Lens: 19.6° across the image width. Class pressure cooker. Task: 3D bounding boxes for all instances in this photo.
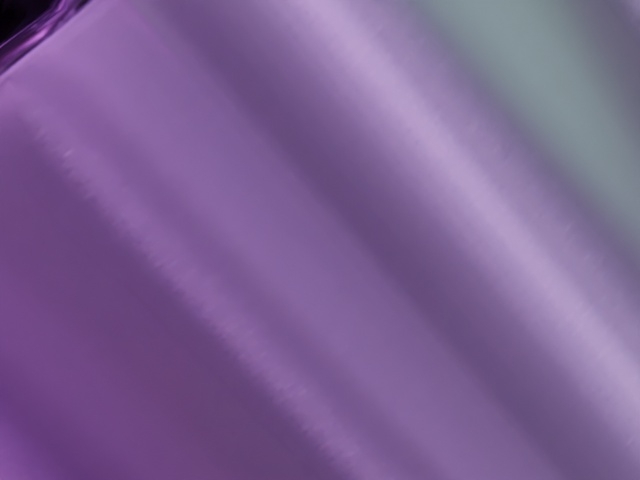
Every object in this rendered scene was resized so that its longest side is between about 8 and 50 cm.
[{"bbox_3d":[-0.003,0.005,0.633,0.420,0.375,0.370,49,0,-24],"label":"pressure cooker"}]
